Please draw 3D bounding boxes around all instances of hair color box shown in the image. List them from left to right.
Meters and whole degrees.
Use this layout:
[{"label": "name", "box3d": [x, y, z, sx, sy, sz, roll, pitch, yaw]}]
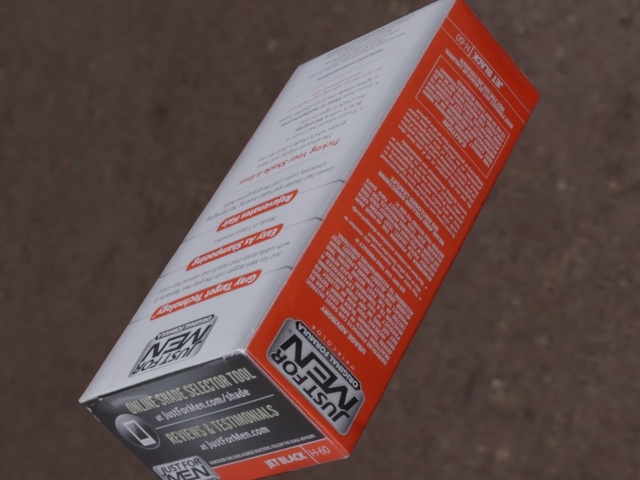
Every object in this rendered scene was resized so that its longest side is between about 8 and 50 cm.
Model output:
[{"label": "hair color box", "box3d": [0.000, 0.000, 0.541, 0.072, 0.043, 0.141, -20, 30, 46]}]
